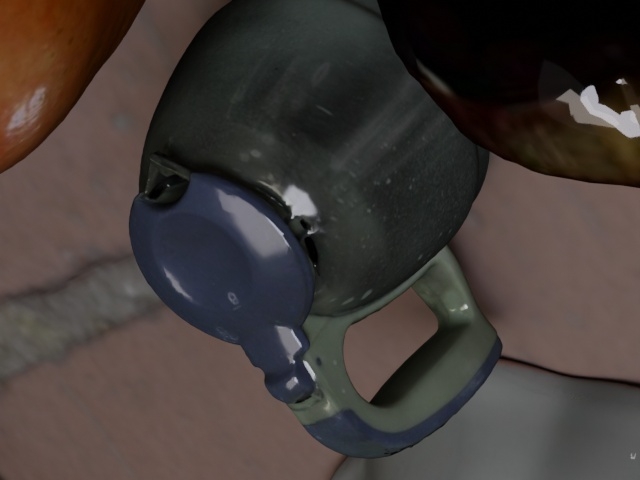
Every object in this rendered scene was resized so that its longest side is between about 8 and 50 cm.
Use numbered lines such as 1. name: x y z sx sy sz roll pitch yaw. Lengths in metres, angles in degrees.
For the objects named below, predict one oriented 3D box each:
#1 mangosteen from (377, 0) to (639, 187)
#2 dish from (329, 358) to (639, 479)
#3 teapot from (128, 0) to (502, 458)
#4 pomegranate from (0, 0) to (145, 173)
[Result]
1. mangosteen: 0.034 -0.163 0.326 0.296 0.297 0.314 7 105 29
2. dish: 0.089 0.154 0.727 0.229 0.081 0.229 18 133 20
3. teapot: -0.009 -0.003 0.638 0.111 0.108 0.149 11 130 29
4. pomegranate: -0.146 -0.118 0.528 0.229 0.252 0.270 -9 147 0
